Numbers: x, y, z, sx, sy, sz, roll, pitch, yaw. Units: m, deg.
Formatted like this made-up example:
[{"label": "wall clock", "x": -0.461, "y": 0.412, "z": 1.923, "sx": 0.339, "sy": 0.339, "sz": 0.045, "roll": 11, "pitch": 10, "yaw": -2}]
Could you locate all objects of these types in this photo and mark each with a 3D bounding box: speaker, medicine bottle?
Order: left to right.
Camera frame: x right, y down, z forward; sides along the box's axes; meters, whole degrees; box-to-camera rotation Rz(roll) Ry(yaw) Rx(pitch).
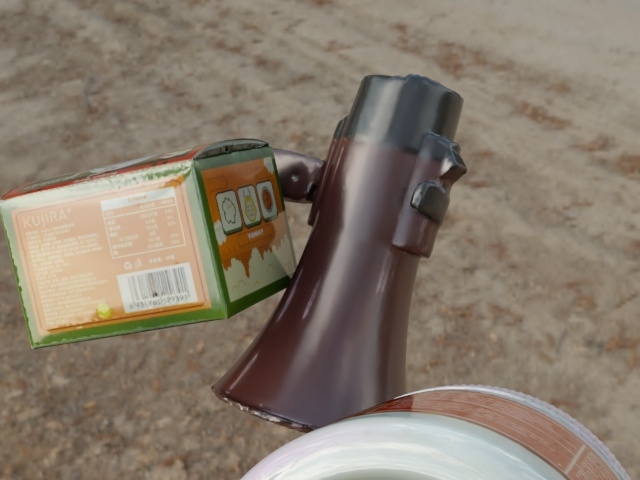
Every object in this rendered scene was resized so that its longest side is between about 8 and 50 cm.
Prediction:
[{"label": "speaker", "x": 0.016, "y": 0.016, "z": 1.086, "sx": 0.198, "sy": 0.329, "sz": 0.259, "roll": 17, "pitch": -8, "yaw": -27}, {"label": "medicine bottle", "x": 0.071, "y": 0.219, "z": 0.683, "sx": 0.252, "sy": 0.252, "sz": 0.241, "roll": 4, "pitch": -1, "yaw": 19}]

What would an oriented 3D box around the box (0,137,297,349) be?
[{"label": "box", "x": -0.148, "y": -0.002, "z": 1.033, "sx": 0.195, "sy": 0.148, "sz": 0.177, "roll": -11, "pitch": 5, "yaw": 21}]
